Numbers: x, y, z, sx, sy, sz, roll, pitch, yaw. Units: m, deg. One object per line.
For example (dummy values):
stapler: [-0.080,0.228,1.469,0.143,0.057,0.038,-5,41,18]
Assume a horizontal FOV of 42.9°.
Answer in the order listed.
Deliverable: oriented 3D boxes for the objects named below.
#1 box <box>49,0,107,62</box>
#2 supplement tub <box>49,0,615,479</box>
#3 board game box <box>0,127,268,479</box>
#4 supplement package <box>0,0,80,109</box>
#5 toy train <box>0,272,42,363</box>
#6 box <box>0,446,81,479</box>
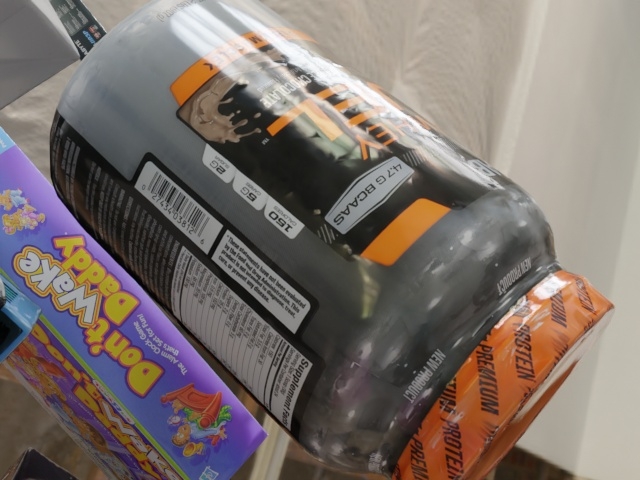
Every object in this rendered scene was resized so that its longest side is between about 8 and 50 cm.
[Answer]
box: [-0.344,-0.304,1.102,0.051,0.175,0.220,-39,-87,-7]
supplement tub: [0.000,0.000,0.529,0.207,0.338,0.207,-40,-24,-22]
board game box: [-0.230,0.084,0.742,0.347,0.233,0.078,50,-122,-7]
supplement package: [-0.293,-0.194,0.425,0.177,0.293,0.175,-32,-17,0]
toy train: [-0.211,0.078,0.372,0.080,0.105,0.184,44,-95,-11]
box: [-0.229,0.342,0.754,0.247,0.163,0.142,39,-80,-13]
